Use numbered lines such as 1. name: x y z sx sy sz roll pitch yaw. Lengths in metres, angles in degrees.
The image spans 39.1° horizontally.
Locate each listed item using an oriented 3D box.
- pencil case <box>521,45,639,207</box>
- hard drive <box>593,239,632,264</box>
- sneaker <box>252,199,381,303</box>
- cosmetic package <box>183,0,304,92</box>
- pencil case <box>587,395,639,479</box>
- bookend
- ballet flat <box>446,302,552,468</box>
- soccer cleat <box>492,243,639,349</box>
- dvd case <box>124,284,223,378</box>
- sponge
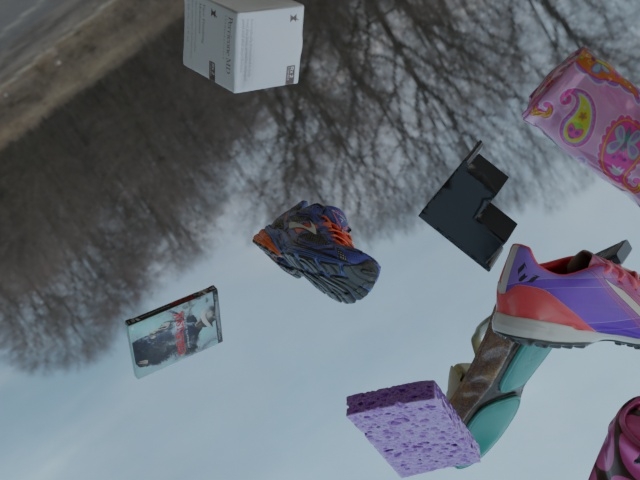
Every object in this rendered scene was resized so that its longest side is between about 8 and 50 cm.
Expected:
1. pencil case: 0.383 -0.108 1.093 0.124 0.284 0.124 -51 180 -1
2. hard drive: 0.450 0.046 1.513 0.135 0.022 0.094 -30 180 33
3. sneaker: 0.000 0.000 0.976 0.087 0.083 0.221 -52 -149 -8
4. cosmetic package: -0.146 -0.382 1.679 0.151 0.151 0.183 -17 -145 -35
5. pencil case: 0.237 0.222 0.675 0.095 0.209 0.098 -14 -144 -34
6. bookend: 0.274 -0.056 1.514 0.072 0.156 0.157 -48 175 -44
7. ballet flat: 0.242 0.194 1.293 0.107 0.106 0.316 -2 131 -33
8. soccer cleat: 0.357 0.070 1.100 0.318 0.117 0.108 3 -176 -22
9. dvd case: -0.176 0.111 1.094 0.119 0.087 0.013 -23 -140 -29
10. sponge: 0.124 0.247 1.162 0.117 0.210 0.031 -15 -130 18
